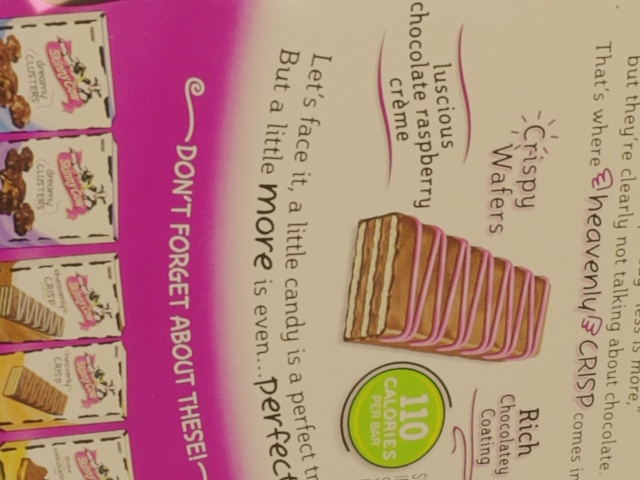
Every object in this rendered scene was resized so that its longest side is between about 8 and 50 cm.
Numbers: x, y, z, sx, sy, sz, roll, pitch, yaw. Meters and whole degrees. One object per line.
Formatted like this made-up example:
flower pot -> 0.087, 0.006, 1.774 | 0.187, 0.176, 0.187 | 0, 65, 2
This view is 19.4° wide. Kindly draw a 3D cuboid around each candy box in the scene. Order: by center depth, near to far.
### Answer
candy box -> 0.000, 0.000, 0.444 | 0.233, 0.071, 0.159 | -4, 115, -9
